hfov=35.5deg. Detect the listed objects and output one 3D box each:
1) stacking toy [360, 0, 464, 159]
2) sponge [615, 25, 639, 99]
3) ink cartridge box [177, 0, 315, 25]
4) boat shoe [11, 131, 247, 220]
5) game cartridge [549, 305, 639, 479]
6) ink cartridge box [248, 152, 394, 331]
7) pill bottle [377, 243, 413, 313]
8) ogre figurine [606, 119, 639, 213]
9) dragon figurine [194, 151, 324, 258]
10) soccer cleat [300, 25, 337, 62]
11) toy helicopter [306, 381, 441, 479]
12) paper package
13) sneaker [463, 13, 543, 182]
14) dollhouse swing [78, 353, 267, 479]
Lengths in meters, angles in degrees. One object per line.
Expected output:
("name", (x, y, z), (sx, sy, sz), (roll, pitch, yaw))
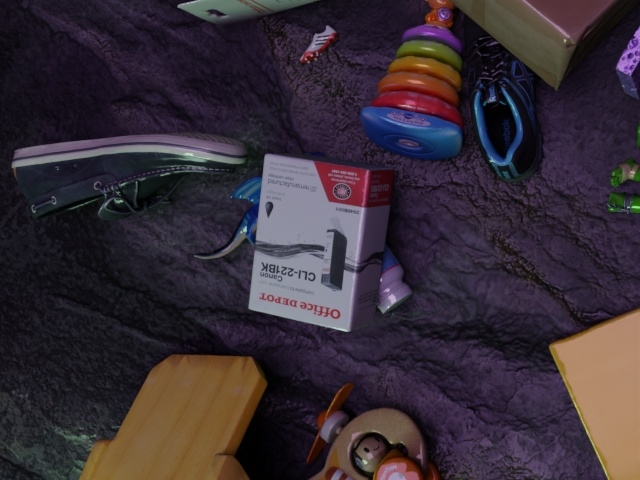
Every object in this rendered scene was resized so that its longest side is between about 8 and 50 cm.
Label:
("stacking toy", (0.186, -0.303, 1.706), (0.175, 0.166, 0.302), (13, 79, 9))
("sponge", (0.506, -0.292, 1.547), (0.031, 0.210, 0.117), (33, 99, 18))
("ink cartridge box", (-0.064, -0.487, 1.742), (0.353, 0.207, 0.119), (-12, 88, 18))
("boat shoe", (-0.356, -0.119, 1.862), (0.500, 0.187, 0.156), (-4, 94, 24))
("game cartridge", (0.575, 0.236, 1.612), (0.324, 0.053, 0.285), (-25, 82, 20))
("ink cartridge box", (0.000, 0.000, 1.679), (0.197, 0.114, 0.273), (11, 100, 24))
("pill bottle", (0.090, 0.045, 1.753), (0.087, 0.087, 0.160), (-38, 78, 15))
("ogre figurine", (0.549, -0.123, 1.598), (0.118, 0.097, 0.197), (29, 84, 34))
("dragon figurine", (-0.105, -0.067, 1.820), (0.289, 0.085, 0.144), (-21, 83, 17))
("soccer cleat", (-0.006, -0.357, 1.819), (0.083, 0.029, 0.035), (-39, 70, 12))
("toy helicopter", (0.020, 0.408, 1.750), (0.355, 0.140, 0.235), (-33, 69, 13))
("paper package", (0.361, -0.465, 1.575), (0.309, 0.168, 0.325), (-44, 76, -10))
("sneaker", (0.304, -0.270, 1.653), (0.125, 0.139, 0.341), (-11, 85, 21))
("dollhouse swing", (-0.208, 0.423, 1.815), (0.347, 0.305, 0.315), (-5, 124, 40))
